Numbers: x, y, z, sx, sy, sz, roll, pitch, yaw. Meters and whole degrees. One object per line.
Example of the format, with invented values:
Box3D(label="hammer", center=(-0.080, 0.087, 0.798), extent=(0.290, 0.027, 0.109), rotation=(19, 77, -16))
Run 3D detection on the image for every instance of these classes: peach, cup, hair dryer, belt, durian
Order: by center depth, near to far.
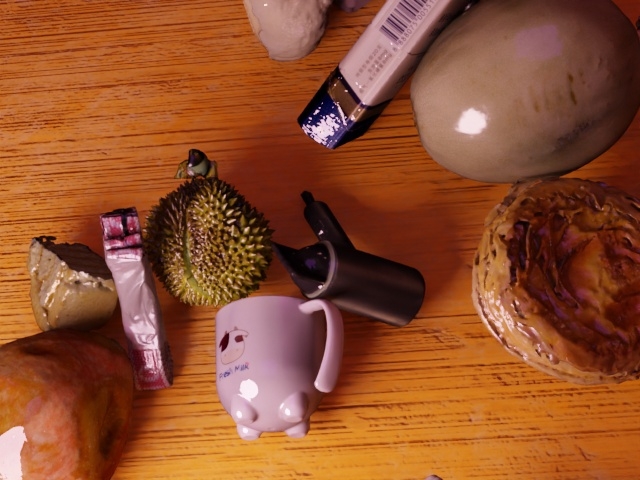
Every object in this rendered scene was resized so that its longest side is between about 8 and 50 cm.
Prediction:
Box3D(label="peach", center=(-0.318, 0.199, 1.286), extent=(0.214, 0.214, 0.235), rotation=(24, 59, 19))
Box3D(label="cup", center=(-0.040, 0.152, 1.314), extent=(0.173, 0.134, 0.142), rotation=(-11, 59, 15))
Box3D(label="belt", center=(-0.221, 0.076, 1.351), extent=(0.053, 0.232, 0.071), rotation=(-10, 17, 1))
Box3D(label="hair dryer", center=(0.000, 0.000, 1.407), extent=(0.078, 0.195, 0.248), rotation=(-58, 36, 18))
Box3D(label="durian", center=(-0.146, 0.002, 1.420), extent=(0.159, 0.146, 0.198), rotation=(-41, 54, -1))

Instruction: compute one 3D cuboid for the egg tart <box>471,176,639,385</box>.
Box3D(label="egg tart", center=(0.310, 0.050, 1.352), extent=(0.297, 0.132, 0.297), rotation=(4, 61, -8))

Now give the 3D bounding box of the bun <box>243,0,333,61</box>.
Box3D(label="bun", center=(-0.052, -0.403, 1.562), extent=(0.146, 0.287, 0.287), rotation=(-16, 59, 3))

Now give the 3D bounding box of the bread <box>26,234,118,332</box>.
Box3D(label="bread", center=(-0.322, 0.066, 1.427), extent=(0.103, 0.110, 0.156), rotation=(9, 14, -32))

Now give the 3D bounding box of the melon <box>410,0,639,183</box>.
Box3D(label="melon", center=(0.267, -0.199, 1.420), extent=(0.308, 0.271, 0.272), rotation=(-37, 57, 22))

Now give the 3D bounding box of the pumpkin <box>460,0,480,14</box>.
Box3D(label="pumpkin", center=(0.236, -0.376, 1.578), extent=(0.233, 0.163, 0.233), rotation=(-7, 49, 8))

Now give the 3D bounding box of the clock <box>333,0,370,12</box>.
Box3D(label="clock", center=(0.033, -0.455, 1.706), extent=(0.150, 0.063, 0.197), rotation=(-37, 63, -15))

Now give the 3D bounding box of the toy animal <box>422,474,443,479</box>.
Box3D(label="toy animal", center=(0.219, 0.415, 1.104), extent=(0.308, 0.188, 0.266), rotation=(28, 106, 58))

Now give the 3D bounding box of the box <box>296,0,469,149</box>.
Box3D(label="box", center=(0.087, -0.240, 1.449), extent=(0.071, 0.168, 0.259), rotation=(42, 110, 4))
